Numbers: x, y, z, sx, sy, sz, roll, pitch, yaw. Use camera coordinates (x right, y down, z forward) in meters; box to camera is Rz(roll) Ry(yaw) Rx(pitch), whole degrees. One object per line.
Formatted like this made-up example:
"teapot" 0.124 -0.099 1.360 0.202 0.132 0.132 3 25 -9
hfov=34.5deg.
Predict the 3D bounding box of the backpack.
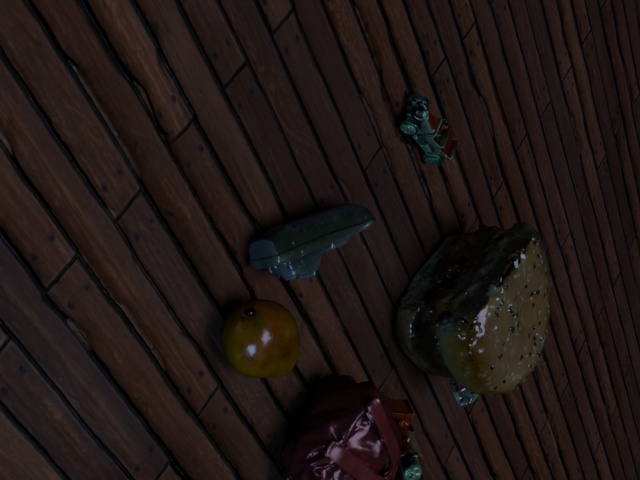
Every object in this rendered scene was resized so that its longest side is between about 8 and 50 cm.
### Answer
"backpack" 0.044 0.330 1.608 0.229 0.139 0.229 -9 101 -51

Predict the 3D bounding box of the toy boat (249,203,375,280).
"toy boat" 0.000 0.000 1.530 0.260 0.078 0.085 -22 97 -49

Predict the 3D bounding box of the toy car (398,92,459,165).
"toy car" 0.187 -0.189 1.769 0.143 0.054 0.073 46 60 -49

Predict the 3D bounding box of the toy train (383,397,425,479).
"toy train" 0.131 0.357 1.729 0.074 0.176 0.118 2 118 -12

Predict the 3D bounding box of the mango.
"mango" -0.078 0.139 1.450 0.163 0.089 0.111 13 99 -64

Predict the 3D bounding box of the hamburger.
"hamburger" 0.292 0.134 1.868 0.318 0.195 0.277 -52 133 -31
